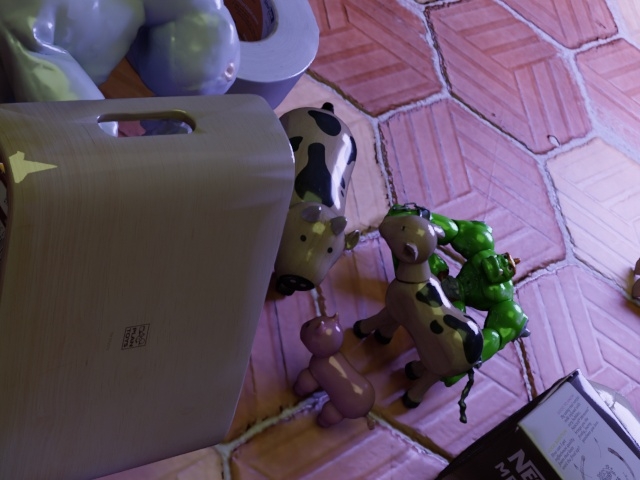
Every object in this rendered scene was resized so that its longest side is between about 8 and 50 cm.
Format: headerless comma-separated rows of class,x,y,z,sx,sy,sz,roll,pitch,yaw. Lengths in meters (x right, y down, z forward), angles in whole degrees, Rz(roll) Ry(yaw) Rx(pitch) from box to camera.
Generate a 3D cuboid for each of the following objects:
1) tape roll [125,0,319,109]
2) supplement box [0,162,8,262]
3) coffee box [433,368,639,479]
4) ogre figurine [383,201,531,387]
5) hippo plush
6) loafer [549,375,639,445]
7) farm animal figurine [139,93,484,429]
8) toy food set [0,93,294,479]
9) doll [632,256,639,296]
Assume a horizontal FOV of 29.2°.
tape roll,-0.112,-0.238,1.336,0.219,0.072,0.219,19,50,-24
supplement box,-0.181,0.007,0.992,0.188,0.081,0.104,5,41,-51
coffee box,0.252,0.292,1.127,0.119,0.168,0.297,-29,78,-45
ogre figurine,0.146,0.046,1.296,0.118,0.097,0.197,-11,48,-20
hippo plush,-0.203,-0.202,1.089,0.236,0.234,0.294,-27,111,-29
loafer,0.324,0.255,1.253,0.092,0.102,0.269,-5,61,-31
farm animal figurine,0.000,0.000,1.164,0.330,0.172,0.327,11,52,-29
toy food set,-0.154,0.045,0.882,0.219,0.306,0.092,-8,34,-40
doll,0.478,0.079,1.533,0.189,0.046,0.129,30,47,-13
